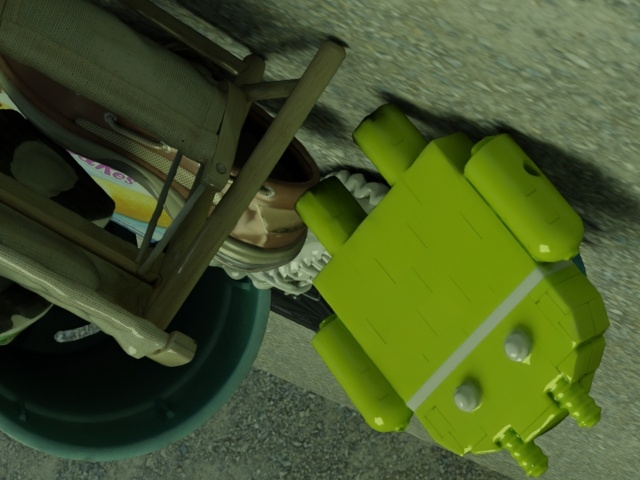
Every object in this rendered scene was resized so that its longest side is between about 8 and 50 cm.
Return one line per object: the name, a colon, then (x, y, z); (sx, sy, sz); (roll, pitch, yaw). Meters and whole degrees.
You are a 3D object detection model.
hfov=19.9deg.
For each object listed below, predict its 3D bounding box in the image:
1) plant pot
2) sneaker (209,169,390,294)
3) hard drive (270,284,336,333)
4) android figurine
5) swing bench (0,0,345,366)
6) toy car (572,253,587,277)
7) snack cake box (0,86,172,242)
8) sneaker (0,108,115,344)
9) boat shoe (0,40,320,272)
plant pot: (-0.259, 0.031, 1.964); (0.341, 0.341, 0.334); (30, 178, -18)
sneaker: (0.000, 0.000, 1.638); (0.110, 0.118, 0.292); (36, 165, -34)
hard drive: (-0.041, 0.052, 2.187); (0.172, 0.054, 0.254); (24, 170, 14)
android figurine: (0.095, 0.041, 1.302); (0.056, 0.248, 0.273); (-17, -115, -49)
swing bench: (-0.167, -0.081, 1.248); (0.253, 0.254, 0.165); (31, 170, -21)
toy car: (0.135, 0.027, 1.414); (0.136, 0.159, 0.182); (-7, -174, -25)
snack cake box: (-0.211, -0.109, 1.618); (0.264, 0.089, 0.152); (31, 156, -21)
sneaker: (-0.281, 0.040, 1.354); (0.158, 0.182, 0.410); (38, -161, 1)
boat shoe: (-0.129, -0.113, 1.470); (0.324, 0.123, 0.116); (35, 137, 2)
